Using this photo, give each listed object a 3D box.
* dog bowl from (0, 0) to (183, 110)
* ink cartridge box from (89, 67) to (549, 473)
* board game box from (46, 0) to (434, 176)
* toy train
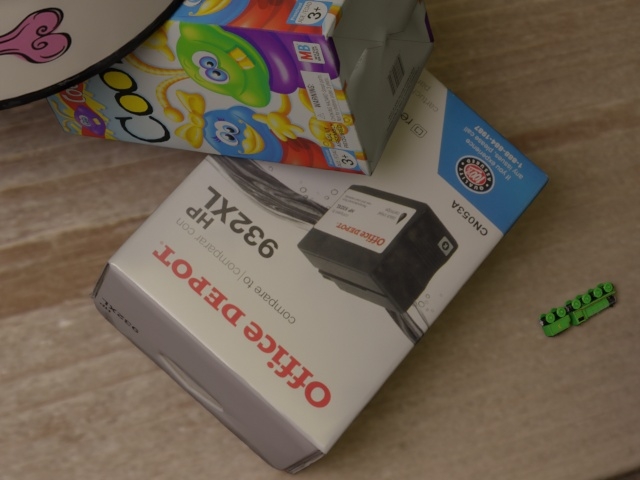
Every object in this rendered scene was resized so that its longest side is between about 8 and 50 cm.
[{"bbox_3d":[-0.259,-0.294,0.872,0.408,0.150,0.408,3,68,-7],"label":"dog bowl"},{"bbox_3d":[0.000,0.000,1.093,0.223,0.129,0.307,42,68,0],"label":"ink cartridge box"},{"bbox_3d":[-0.076,-0.162,1.008,0.275,0.142,0.144,9,54,25],"label":"board game box"},{"bbox_3d":[0.232,0.062,1.200,0.083,0.017,0.023,-25,91,-21],"label":"toy train"}]
